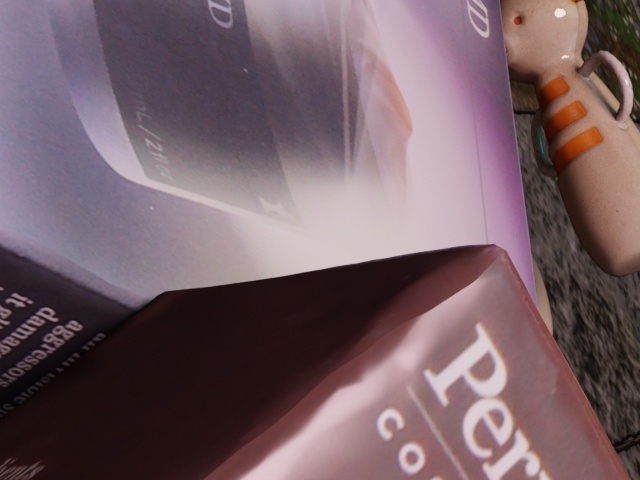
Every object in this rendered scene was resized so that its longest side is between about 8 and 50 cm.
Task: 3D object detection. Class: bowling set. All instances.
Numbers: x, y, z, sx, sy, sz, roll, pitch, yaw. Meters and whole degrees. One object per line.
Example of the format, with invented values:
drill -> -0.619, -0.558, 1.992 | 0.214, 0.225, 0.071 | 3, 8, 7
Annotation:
bowling set -> 0.000, 0.000, 0.814 | 0.200, 0.287, 0.154 | -11, 68, -30

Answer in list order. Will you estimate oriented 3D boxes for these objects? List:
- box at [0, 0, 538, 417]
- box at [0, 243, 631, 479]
box -> -0.093, -0.054, 0.599 | 0.294, 0.183, 0.296 | 29, 43, -34
box -> -0.082, 0.182, 0.333 | 0.381, 0.143, 0.191 | -39, 105, -32
